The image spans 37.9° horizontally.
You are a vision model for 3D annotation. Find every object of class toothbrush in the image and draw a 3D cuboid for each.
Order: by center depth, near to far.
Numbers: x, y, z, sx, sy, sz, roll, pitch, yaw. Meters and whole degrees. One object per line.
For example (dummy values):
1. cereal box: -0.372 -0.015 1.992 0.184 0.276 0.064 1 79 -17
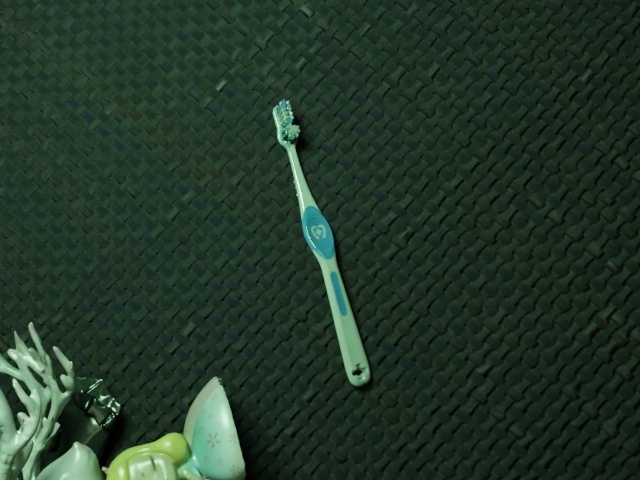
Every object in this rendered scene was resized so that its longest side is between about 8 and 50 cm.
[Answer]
1. toothbrush: -0.001 0.001 1.202 0.040 0.040 0.386 -16 81 3

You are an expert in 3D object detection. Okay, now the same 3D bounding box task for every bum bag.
1. bum bag: -0.315 0.267 1.173 0.087 0.049 0.197 19 82 15

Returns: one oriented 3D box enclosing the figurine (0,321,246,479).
1. figurine: -0.257 0.231 1.077 0.316 0.206 0.284 -12 98 -16
